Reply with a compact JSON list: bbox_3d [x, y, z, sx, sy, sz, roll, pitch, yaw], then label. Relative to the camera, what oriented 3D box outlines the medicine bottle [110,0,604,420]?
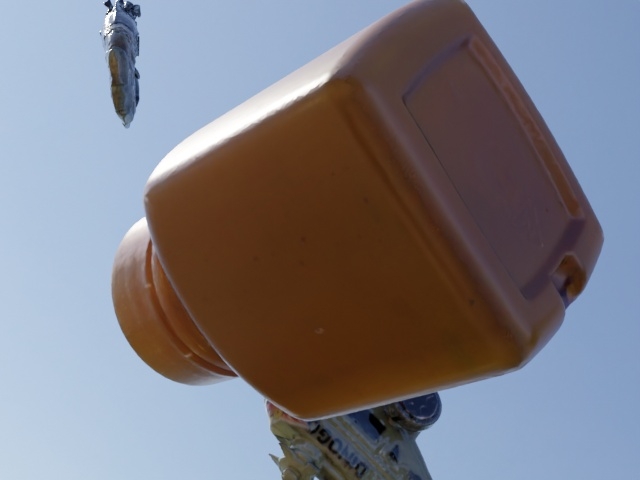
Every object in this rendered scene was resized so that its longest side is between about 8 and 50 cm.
[{"bbox_3d":[0.000,0.000,0.494,0.222,0.112,0.149,-23,-75,44],"label":"medicine bottle"}]

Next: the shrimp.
[{"bbox_3d":[-0.172,-0.155,0.887,0.034,0.161,0.091,-2,-53,-7],"label":"shrimp"}]

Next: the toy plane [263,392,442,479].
[{"bbox_3d":[0.055,0.168,0.692,0.286,0.108,0.092,43,-41,5],"label":"toy plane"}]
